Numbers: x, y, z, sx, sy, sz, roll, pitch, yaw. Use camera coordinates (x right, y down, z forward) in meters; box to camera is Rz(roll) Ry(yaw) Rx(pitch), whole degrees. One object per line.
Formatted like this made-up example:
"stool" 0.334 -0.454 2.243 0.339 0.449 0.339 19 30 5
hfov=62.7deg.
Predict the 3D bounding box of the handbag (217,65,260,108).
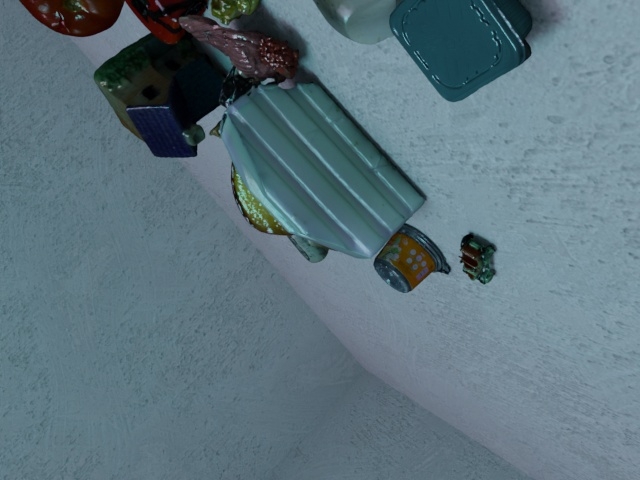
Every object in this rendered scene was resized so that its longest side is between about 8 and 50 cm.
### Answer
"handbag" -0.205 -0.407 1.347 0.072 0.115 0.139 39 147 22

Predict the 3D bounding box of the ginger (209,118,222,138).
"ginger" -0.227 -0.341 1.488 0.214 0.132 0.059 13 159 50

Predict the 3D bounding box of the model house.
"model house" -0.387 -0.393 1.438 0.280 0.312 0.245 39 159 27

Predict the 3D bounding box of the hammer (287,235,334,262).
"hammer" 0.000 0.000 1.905 0.202 0.113 0.306 48 160 -25

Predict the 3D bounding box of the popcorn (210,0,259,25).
"popcorn" -0.180 -0.491 1.058 0.096 0.089 0.109 62 158 -13

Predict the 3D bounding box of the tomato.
"tomato" -0.695 -0.733 1.465 0.298 0.299 0.226 77 178 -64

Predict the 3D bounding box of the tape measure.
"tape measure" -0.397 -0.598 1.285 0.253 0.114 0.260 48 165 -9

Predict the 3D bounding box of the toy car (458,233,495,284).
"toy car" 0.345 0.047 1.171 0.073 0.054 0.143 36 162 33

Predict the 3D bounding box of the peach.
"peach" -0.111 -0.170 1.414 0.281 0.281 0.338 39 165 21

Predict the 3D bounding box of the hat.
"hat" -0.152 -0.400 1.142 0.286 0.107 0.237 28 -172 39

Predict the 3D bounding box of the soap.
"soap" -0.014 -0.153 1.186 0.446 0.261 0.156 46 169 -7

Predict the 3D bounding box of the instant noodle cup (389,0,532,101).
"instant noodle cup" 0.185 -0.277 0.678 0.157 0.070 0.179 48 166 -9

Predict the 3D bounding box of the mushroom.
"mushroom" 0.007 -0.405 0.774 0.270 0.103 0.118 50 162 20

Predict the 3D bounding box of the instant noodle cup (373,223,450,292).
"instant noodle cup" 0.222 0.058 1.394 0.208 0.125 0.177 36 164 31
